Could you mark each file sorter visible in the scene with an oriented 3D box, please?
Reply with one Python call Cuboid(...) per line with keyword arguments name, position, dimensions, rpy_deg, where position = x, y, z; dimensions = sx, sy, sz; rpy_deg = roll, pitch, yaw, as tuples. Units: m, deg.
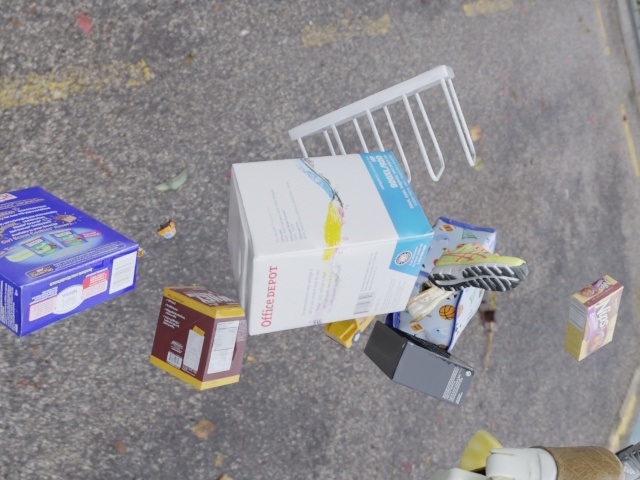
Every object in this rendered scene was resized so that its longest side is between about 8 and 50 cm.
Cuboid(name="file sorter", position=(0.123, -0.174, 1.069), dimensions=(0.173, 0.277, 0.193), rpy_deg=(68, 20, -8))

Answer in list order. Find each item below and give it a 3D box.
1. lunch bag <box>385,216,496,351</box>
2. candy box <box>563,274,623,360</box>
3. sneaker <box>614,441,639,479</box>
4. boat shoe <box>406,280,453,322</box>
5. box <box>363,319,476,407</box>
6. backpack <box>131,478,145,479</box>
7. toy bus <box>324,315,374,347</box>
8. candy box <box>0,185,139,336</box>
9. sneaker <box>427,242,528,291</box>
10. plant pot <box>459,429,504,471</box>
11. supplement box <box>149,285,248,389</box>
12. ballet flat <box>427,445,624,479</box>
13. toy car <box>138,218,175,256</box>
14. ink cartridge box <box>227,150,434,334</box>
Cuboid(name="lunch bag", position=(0.358, 0.174, 1.812), dimensions=(0.328, 0.238, 0.386), rpy_deg=(-42, 140, -44))
Cuboid(name="candy box", position=(0.625, 0.180, 1.385), dimensions=(0.109, 0.053, 0.187), rpy_deg=(-26, 133, -16))
Cuboid(name="sneaker", position=(0.547, 0.367, 0.992), dimensions=(0.086, 0.132, 0.228), rpy_deg=(62, 10, 27))
Cuboid(name="boat shoe", position=(0.238, 0.111, 1.290), dimensions=(0.059, 0.063, 0.170), rpy_deg=(50, 43, 10))
Cuboid(name="box", position=(0.232, 0.294, 1.473), dimensions=(0.184, 0.261, 0.103), rpy_deg=(26, 89, -10))
Cuboid(name="backpack", position=(-0.478, 0.764, 1.569), dimensions=(0.190, 0.225, 0.254), rpy_deg=(0, 73, -13))
Cuboid(name="toy bus", position=(0.147, 0.205, 2.083), dimensions=(0.333, 0.108, 0.130), rpy_deg=(-47, 147, -24))
Cuboid(name="candy box", position=(-0.567, 0.023, 1.175), dimensions=(0.268, 0.317, 0.122), rpy_deg=(-26, 139, -55))
Cuboid(name="sneaker", position=(0.305, 0.041, 1.164), dimensions=(0.081, 0.208, 0.094), rpy_deg=(47, 58, -32))
Cuboid(name="plant pot", position=(0.445, 0.584, 1.591), dimensions=(0.134, 0.095, 0.134), rpy_deg=(-19, 117, -41))
Cuboid(name="supplement box", position=(-0.292, 0.230, 1.474), dimensions=(0.129, 0.191, 0.194), rpy_deg=(5, 100, -55))
Cuboid(name="ballet flat", position=(0.242, 0.352, 0.848), dimensions=(0.124, 0.342, 0.116), rpy_deg=(37, 43, -18))
Cuboid(name="toy car", position=(-0.412, -0.003, 1.506), dimensions=(0.122, 0.060, 0.041), rpy_deg=(-36, 110, -8))
Cuboid(name="ink cartridge box", position=(0.000, 0.000, 0.824), dimensions=(0.232, 0.171, 0.168), rpy_deg=(-7, 51, -16))
